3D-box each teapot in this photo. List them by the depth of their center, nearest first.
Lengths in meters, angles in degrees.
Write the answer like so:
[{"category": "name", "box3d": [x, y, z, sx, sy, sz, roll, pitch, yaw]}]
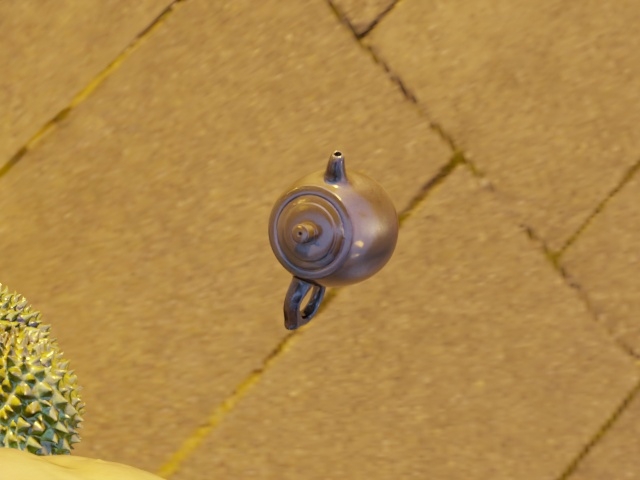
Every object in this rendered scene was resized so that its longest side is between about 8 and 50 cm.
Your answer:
[{"category": "teapot", "box3d": [0.000, 0.000, 1.193, 0.076, 0.068, 0.121, 25, 105, 23]}]

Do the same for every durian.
[{"category": "durian", "box3d": [-0.282, 0.125, 1.646, 0.146, 0.159, 0.198, -18, 93, 0]}]

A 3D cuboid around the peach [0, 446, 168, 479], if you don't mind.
[{"category": "peach", "box3d": [-0.125, 0.217, 0.728, 0.292, 0.247, 0.292, -1, 84, 9]}]
